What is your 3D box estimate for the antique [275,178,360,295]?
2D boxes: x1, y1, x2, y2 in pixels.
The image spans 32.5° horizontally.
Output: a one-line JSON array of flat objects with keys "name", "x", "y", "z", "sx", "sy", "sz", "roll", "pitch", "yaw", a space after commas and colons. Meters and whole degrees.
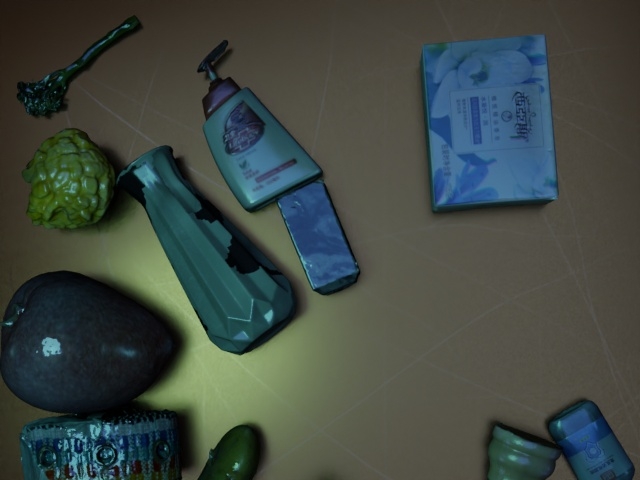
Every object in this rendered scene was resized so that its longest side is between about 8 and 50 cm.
[{"name": "antique", "x": 0.000, "y": 0.000, "z": 1.843, "sx": 0.088, "sy": 0.086, "sz": 0.183, "roll": -22, "pitch": 85, "yaw": 3}]

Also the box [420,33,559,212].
[{"name": "box", "x": 0.277, "y": -0.191, "z": 1.820, "sx": 0.203, "sy": 0.116, "sz": 0.274, "roll": -4, "pitch": 86, "yaw": 3}]

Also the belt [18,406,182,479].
[{"name": "belt", "x": -0.358, "y": 0.349, "z": 1.785, "sx": 0.257, "sy": 0.207, "sz": 0.150, "roll": -4, "pitch": 83, "yaw": -4}]

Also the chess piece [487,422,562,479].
[{"name": "chess piece", "x": 0.277, "y": 0.503, "z": 1.777, "sx": 0.117, "sy": 0.117, "sz": 0.397, "roll": 18, "pitch": 89, "yaw": 5}]

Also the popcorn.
[{"name": "popcorn", "x": -0.424, "y": -0.100, "z": 1.842, "sx": 0.170, "sy": 0.180, "sz": 0.180, "roll": 33, "pitch": 89, "yaw": 4}]

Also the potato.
[{"name": "potato", "x": -0.162, "y": 0.396, "z": 1.823, "sx": 0.085, "sy": 0.105, "sz": 0.188, "roll": 27, "pitch": 101, "yaw": -12}]

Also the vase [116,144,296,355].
[{"name": "vase", "x": -0.193, "y": 0.015, "z": 1.830, "sx": 0.165, "sy": 0.165, "sz": 0.360, "roll": -37, "pitch": 80, "yaw": 1}]

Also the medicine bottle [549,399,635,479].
[{"name": "medicine bottle", "x": 0.462, "y": 0.370, "z": 1.801, "sx": 0.090, "sy": 0.054, "sz": 0.208, "roll": -31, "pitch": 85, "yaw": 2}]

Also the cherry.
[{"name": "cherry", "x": -0.390, "y": 0.167, "z": 1.781, "sx": 0.307, "sy": 0.261, "sz": 0.221, "roll": 10, "pitch": 108, "yaw": -20}]

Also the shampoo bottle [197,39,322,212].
[{"name": "shampoo bottle", "x": -0.131, "y": -0.199, "z": 1.872, "sx": 0.153, "sy": 0.071, "sz": 0.284, "roll": -30, "pitch": 86, "yaw": 0}]

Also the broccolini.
[{"name": "broccolini", "x": -0.421, "y": -0.309, "z": 1.911, "sx": 0.254, "sy": 0.057, "sz": 0.071, "roll": -39, "pitch": 127, "yaw": 4}]
